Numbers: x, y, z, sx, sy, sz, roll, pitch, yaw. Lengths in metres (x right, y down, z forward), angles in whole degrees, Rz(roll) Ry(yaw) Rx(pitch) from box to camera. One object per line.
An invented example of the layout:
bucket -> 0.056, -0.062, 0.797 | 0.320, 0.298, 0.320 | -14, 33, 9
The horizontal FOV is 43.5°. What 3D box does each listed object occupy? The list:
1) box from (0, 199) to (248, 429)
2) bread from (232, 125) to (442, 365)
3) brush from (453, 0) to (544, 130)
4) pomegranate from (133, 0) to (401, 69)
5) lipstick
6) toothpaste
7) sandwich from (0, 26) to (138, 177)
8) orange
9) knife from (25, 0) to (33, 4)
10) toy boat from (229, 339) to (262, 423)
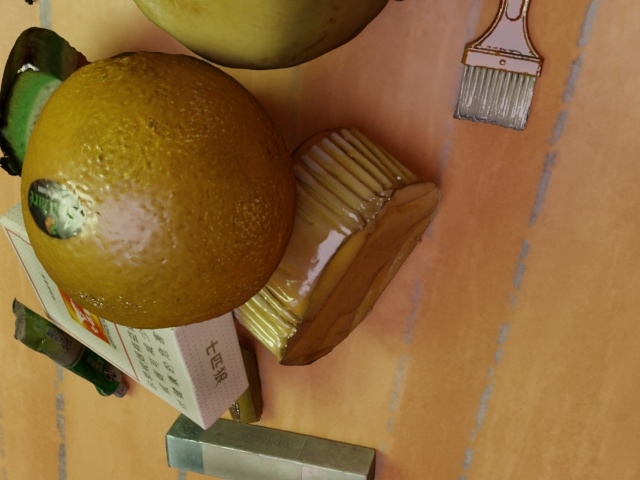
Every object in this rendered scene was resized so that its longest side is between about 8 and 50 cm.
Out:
box -> -0.255, 0.081, 1.045 | 0.330, 0.095, 0.210 | 26, 143, 28
bread -> 0.000, 0.000, 0.972 | 0.156, 0.204, 0.288 | 42, 120, 23
brush -> 0.212, -0.273, 0.861 | 0.090, 0.017, 0.315 | 12, 118, 9
pomegranate -> -0.045, -0.320, 0.754 | 0.332, 0.332, 0.333 | 7, 117, 15
lipstick -> -0.077, 0.330, 1.218 | 0.317, 0.066, 0.068 | 7, 116, 15
toothpaste -> -0.370, 0.173, 1.194 | 0.046, 0.078, 0.248 | -30, 135, 9
sandwich -> -0.241, -0.157, 0.993 | 0.301, 0.162, 0.250 | 17, 152, -8
orange -> -0.155, -0.050, 0.789 | 0.274, 0.274, 0.274 | 7, 117, 15
knife -> -0.388, -0.357, 1.009 | 0.018, 0.031, 0.121 | 0, 120, 18
toy boat -> -0.119, 0.208, 1.183 | 0.048, 0.047, 0.149 | 3, 116, 17
